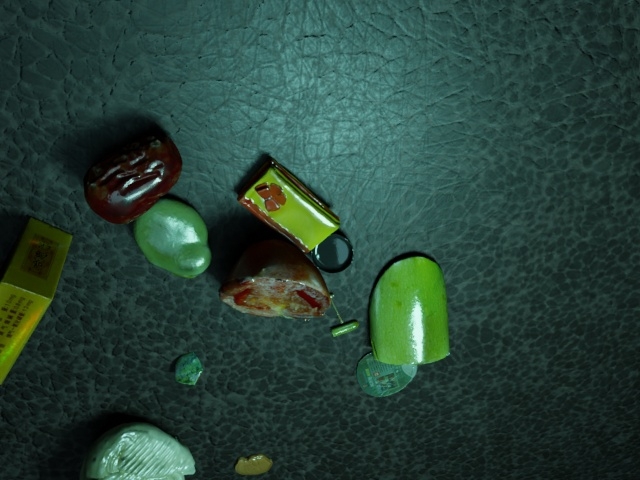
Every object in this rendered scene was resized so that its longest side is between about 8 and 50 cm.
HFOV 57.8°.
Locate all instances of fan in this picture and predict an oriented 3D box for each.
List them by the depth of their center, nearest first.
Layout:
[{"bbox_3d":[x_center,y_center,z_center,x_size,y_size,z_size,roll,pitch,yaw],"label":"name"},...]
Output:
[{"bbox_3d":[0.252,0.435,1.891,0.294,0.012,0.223,6,122,-14],"label":"fan"}]

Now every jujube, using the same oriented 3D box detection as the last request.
[{"bbox_3d":[-0.413,-0.138,1.287,0.230,0.155,0.155,-31,124,4],"label":"jujube"}]

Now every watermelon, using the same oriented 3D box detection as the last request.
[{"bbox_3d":[-0.384,0.372,1.701,0.084,0.072,0.092,13,82,-7],"label":"watermelon"}]

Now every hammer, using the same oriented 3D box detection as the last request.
[{"bbox_3d":[0.044,0.200,1.690,0.029,0.014,0.123,-17,127,11],"label":"hammer"}]

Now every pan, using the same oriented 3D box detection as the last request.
[{"bbox_3d":[0.000,-0.002,1.531,0.115,0.040,0.212,-39,107,14],"label":"pan"}]

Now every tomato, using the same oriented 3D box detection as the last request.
[{"bbox_3d":[-0.114,0.083,1.461,0.308,0.170,0.309,4,152,2],"label":"tomato"}]

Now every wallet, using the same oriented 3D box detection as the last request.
[{"bbox_3d":[-0.079,-0.073,1.431,0.241,0.067,0.141,39,113,-22],"label":"wallet"}]

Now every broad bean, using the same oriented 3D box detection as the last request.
[{"bbox_3d":[-0.361,-0.003,1.427,0.169,0.100,0.228,-21,113,-7],"label":"broad bean"}]

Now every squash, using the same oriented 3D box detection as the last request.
[{"bbox_3d":[0.256,0.189,1.699,0.233,0.210,0.309,-8,96,-5],"label":"squash"},{"bbox_3d":[0.075,0.261,1.729,0.083,0.027,0.027,-19,125,1],"label":"squash"}]

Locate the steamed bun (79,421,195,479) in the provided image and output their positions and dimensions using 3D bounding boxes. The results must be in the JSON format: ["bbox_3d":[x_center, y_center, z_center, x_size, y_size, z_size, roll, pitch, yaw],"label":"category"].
[{"bbox_3d":[-0.571,0.707,1.776,0.324,0.219,0.310,26,77,-31],"label":"steamed bun"}]

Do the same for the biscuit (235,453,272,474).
[{"bbox_3d":[-0.233,0.784,2.024,0.130,0.019,0.102,-2,125,-11],"label":"biscuit"}]

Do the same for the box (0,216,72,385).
[{"bbox_3d":[-0.744,0.183,1.365,0.115,0.264,0.415,28,115,-28],"label":"box"}]
